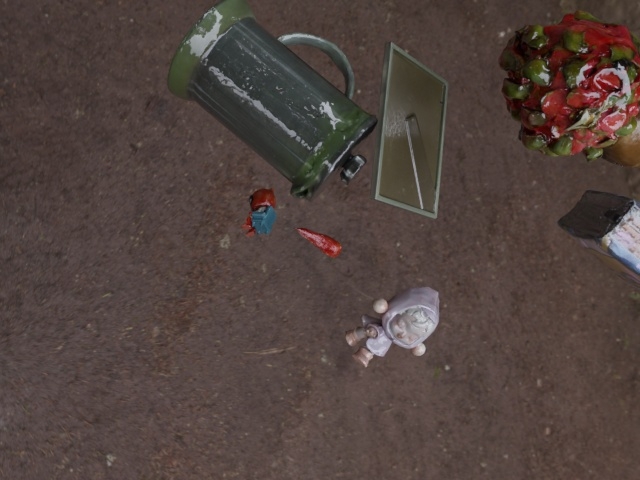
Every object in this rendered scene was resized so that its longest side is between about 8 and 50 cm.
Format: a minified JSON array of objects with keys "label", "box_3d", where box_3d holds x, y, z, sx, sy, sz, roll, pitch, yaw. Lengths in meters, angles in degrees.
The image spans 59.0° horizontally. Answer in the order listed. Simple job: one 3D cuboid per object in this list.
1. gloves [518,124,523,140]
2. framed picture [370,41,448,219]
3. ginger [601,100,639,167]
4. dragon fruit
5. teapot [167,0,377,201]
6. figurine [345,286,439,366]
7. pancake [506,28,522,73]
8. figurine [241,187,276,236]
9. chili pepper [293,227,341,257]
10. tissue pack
[{"label":"gloves","box_3d":[0.554,-0.338,1.398,0.129,0.106,0.181,-3,116,-7]},{"label":"framed picture","box_3d":[0.194,-0.221,1.194,0.240,0.020,0.324,11,83,-48]},{"label":"ginger","box_3d":[0.708,-0.231,1.245,0.321,0.165,0.172,-5,65,-47]},{"label":"dragon fruit","box_3d":[0.445,-0.287,1.030,0.236,0.231,0.303,-17,50,-4]},{"label":"teapot","box_3d":[-0.049,-0.241,0.965,0.337,0.200,0.270,41,65,0]},{"label":"figurine","box_3d":[0.190,0.219,1.461,0.200,0.276,0.133,50,22,-17]},{"label":"pancake","box_3d":[0.493,-0.412,1.282,0.158,0.158,0.028,46,58,-15]},{"label":"figurine","box_3d":[-0.145,-0.077,1.398,0.068,0.075,0.140,67,26,-48]},{"label":"chili pepper","box_3d":[0.000,0.000,1.425,0.178,0.027,0.045,31,80,-38]},{"label":"tissue pack","box_3d":[0.357,0.015,0.628,0.155,0.115,0.065,38,100,-6]}]
